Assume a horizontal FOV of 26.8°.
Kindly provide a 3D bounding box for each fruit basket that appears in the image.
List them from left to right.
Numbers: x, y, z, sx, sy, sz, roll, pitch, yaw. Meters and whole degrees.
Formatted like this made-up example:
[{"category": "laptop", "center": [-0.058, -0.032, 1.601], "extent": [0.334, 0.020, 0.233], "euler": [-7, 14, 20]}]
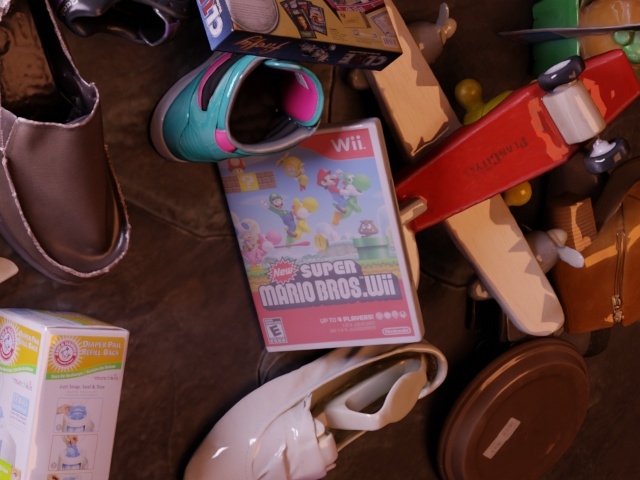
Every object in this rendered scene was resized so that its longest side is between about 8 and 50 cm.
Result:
[{"category": "fruit basket", "center": [0.478, -0.269, 1.843], "extent": [0.327, 0.353, 0.166], "euler": [-4, 101, -41]}]

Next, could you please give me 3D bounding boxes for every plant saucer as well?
[{"category": "plant saucer", "center": [0.289, 0.267, 1.950], "extent": [0.277, 0.041, 0.278], "euler": [-19, 130, -25]}]

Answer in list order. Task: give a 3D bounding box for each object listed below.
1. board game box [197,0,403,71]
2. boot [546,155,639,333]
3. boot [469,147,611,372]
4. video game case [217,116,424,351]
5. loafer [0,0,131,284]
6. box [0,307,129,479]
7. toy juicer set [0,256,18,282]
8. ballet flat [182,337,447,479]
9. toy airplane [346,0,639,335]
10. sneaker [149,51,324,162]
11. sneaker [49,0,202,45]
[{"category": "board game box", "center": [-0.032, -0.271, 1.440], "extent": [0.243, 0.042, 0.165], "euler": [1, 64, -43]}, {"category": "boot", "center": [0.452, 0.002, 1.904], "extent": [0.295, 0.104, 0.211], "euler": [-21, 112, -16]}, {"category": "boot", "center": [0.319, 0.041, 1.940], "extent": [0.222, 0.118, 0.338], "euler": [-13, 103, -33]}, {"category": "video game case", "center": [0.000, 0.000, 1.602], "extent": [0.025, 0.204, 0.285], "euler": [-59, 140, -60]}, {"category": "loafer", "center": [-0.284, -0.106, 1.363], "extent": [0.134, 0.130, 0.366], "euler": [-38, 122, -29]}, {"category": "box", "center": [-0.288, 0.181, 1.434], "extent": [0.103, 0.114, 0.203], "euler": [6, 95, -40]}, {"category": "toy juicer set", "center": [-0.436, 0.004, 1.279], "extent": [0.209, 0.089, 0.329], "euler": [-54, 131, -23]}, {"category": "ballet flat", "center": [0.006, 0.223, 1.691], "extent": [0.400, 0.139, 0.139], "euler": [-31, 119, -32]}, {"category": "toy airplane", "center": [0.180, -0.097, 1.718], "extent": [0.384, 0.272, 0.386], "euler": [13, 101, -5]}, {"category": "sneaker", "center": [-0.051, -0.201, 1.513], "extent": [0.295, 0.178, 0.124], "euler": [-55, 129, -18]}, {"category": "sneaker", "center": [-0.161, -0.253, 1.426], "extent": [0.283, 0.124, 0.107], "euler": [-6, 148, -34]}]
